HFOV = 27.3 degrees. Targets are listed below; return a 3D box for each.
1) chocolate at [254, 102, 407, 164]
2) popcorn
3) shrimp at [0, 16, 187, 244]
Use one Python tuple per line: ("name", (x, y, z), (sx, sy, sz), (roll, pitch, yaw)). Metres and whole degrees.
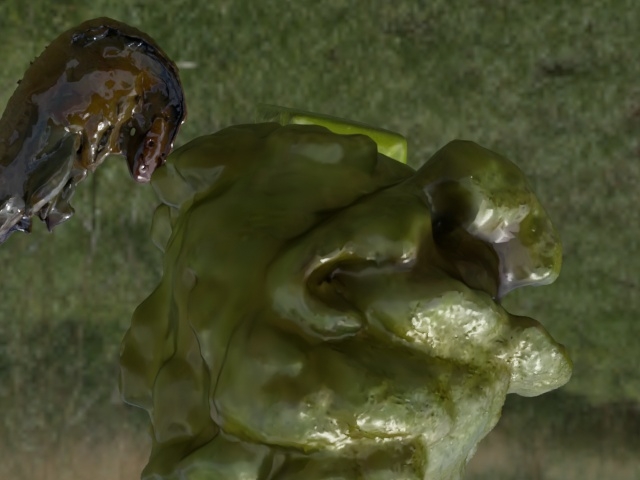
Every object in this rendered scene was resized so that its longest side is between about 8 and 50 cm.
("chocolate", (0.000, 0.000, 1.426), (0.137, 0.289, 0.301), (0, -172, -10))
("popcorn", (0.006, 0.061, 0.755), (0.241, 0.250, 0.235), (-7, 148, 38))
("shrimp", (-0.190, -0.033, 0.933), (0.117, 0.262, 0.066), (29, -170, 4))
